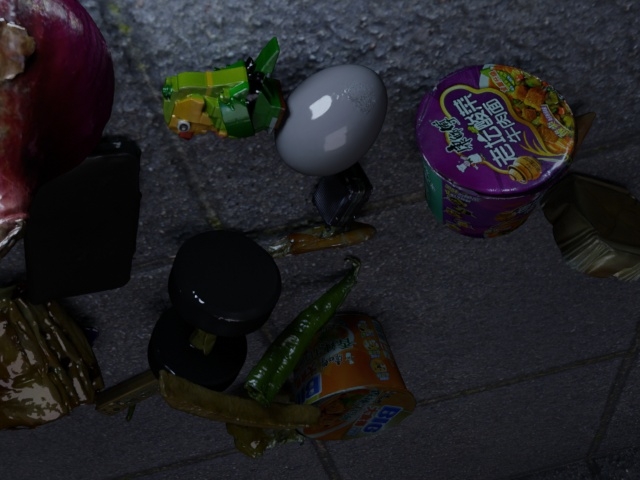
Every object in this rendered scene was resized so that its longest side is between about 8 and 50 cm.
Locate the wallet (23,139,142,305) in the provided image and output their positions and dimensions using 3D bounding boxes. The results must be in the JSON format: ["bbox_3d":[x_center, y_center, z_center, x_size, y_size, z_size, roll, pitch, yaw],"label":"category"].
[{"bbox_3d":[-0.405,-0.025,1.248,0.197,0.051,0.377,-12,146,-26],"label":"wallet"}]

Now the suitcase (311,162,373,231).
[{"bbox_3d":[0.038,-0.082,1.308,0.059,0.086,0.126,-7,147,-34],"label":"suitcase"}]

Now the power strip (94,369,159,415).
[{"bbox_3d":[-0.433,0.358,1.778,0.305,0.044,0.064,-26,143,18],"label":"power strip"}]

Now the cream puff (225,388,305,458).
[{"bbox_3d":[-0.149,0.471,1.930,0.221,0.195,0.195,-7,145,-29],"label":"cream puff"}]

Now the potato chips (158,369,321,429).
[{"bbox_3d":[-0.167,0.335,1.475,0.407,0.057,0.080,23,138,-38],"label":"potato chips"}]

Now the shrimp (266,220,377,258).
[{"bbox_3d":[0.000,-0.002,1.396,0.217,0.051,0.115,-9,-174,11],"label":"shrimp"}]

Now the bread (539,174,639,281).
[{"bbox_3d":[0.554,-0.020,1.465,0.209,0.192,0.110,8,141,-28],"label":"bread"}]

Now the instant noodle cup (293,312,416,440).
[{"bbox_3d":[0.061,0.319,1.740,0.296,0.214,0.296,-8,143,-6],"label":"instant noodle cup"}]

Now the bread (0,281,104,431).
[{"bbox_3d":[-0.603,0.248,1.426,0.277,0.167,0.325,-16,127,4],"label":"bread"}]

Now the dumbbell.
[{"bbox_3d":[-0.215,0.151,1.437,0.203,0.204,0.322,4,141,-22],"label":"dumbbell"}]

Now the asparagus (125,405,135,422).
[{"bbox_3d":[-0.486,0.436,1.889,0.015,0.018,0.127,23,135,-5],"label":"asparagus"}]

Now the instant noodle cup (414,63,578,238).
[{"bbox_3d":[0.273,-0.130,1.206,0.251,0.251,0.190,-12,154,-2],"label":"instant noodle cup"}]

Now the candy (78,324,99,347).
[{"bbox_3d":[-0.564,0.263,1.591,0.145,0.070,0.275,8,136,-17],"label":"candy"}]

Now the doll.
[{"bbox_3d":[-0.139,-0.207,1.065,0.186,0.106,0.134,-13,138,0],"label":"doll"}]

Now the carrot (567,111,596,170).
[{"bbox_3d":[0.393,-0.144,1.339,0.102,0.102,0.263,19,130,-37],"label":"carrot"}]

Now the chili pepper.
[{"bbox_3d":[-0.031,0.179,1.511,0.076,0.359,0.085,6,141,51],"label":"chili pepper"}]

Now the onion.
[{"bbox_3d":[-0.399,-0.139,0.847,0.347,0.385,0.348,-16,160,-6],"label":"onion"}]

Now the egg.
[{"bbox_3d":[0.016,-0.182,1.115,0.198,0.146,0.146,-39,137,21],"label":"egg"}]
